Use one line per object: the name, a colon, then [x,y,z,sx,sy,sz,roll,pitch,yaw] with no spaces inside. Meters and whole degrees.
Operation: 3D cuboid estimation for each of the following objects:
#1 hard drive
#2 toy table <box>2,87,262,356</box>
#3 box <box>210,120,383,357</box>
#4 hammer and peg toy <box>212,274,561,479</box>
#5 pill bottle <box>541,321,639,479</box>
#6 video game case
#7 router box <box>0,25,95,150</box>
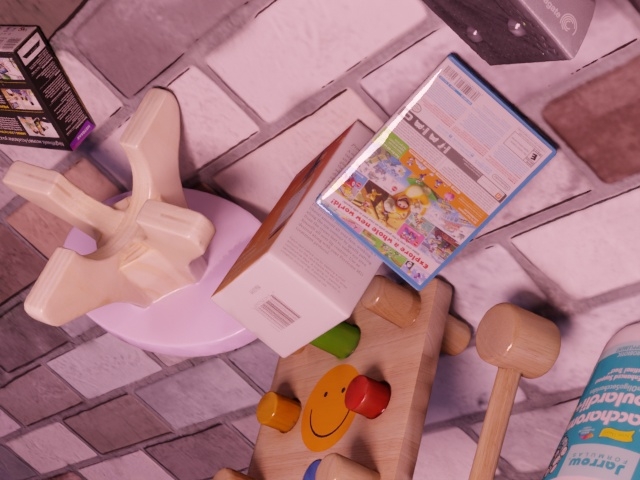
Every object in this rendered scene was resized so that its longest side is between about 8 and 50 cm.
hard drive: [0.067,-0.221,0.819,0.254,0.054,0.172,43,176,-13]
toy table: [-0.176,-0.004,1.215,0.274,0.252,0.161,3,153,27]
box: [0.000,0.000,1.103,0.091,0.170,0.130,39,146,-9]
hammer and peg toy: [0.048,0.166,1.190,0.127,0.266,0.361,30,152,-28]
pill bottle: [0.269,0.206,1.046,0.146,0.264,0.146,22,144,17]
video game case: [0.093,-0.053,1.012,0.119,0.015,0.166,40,108,-9]
router box: [-0.342,-0.163,1.304,0.179,0.046,0.133,8,139,34]
